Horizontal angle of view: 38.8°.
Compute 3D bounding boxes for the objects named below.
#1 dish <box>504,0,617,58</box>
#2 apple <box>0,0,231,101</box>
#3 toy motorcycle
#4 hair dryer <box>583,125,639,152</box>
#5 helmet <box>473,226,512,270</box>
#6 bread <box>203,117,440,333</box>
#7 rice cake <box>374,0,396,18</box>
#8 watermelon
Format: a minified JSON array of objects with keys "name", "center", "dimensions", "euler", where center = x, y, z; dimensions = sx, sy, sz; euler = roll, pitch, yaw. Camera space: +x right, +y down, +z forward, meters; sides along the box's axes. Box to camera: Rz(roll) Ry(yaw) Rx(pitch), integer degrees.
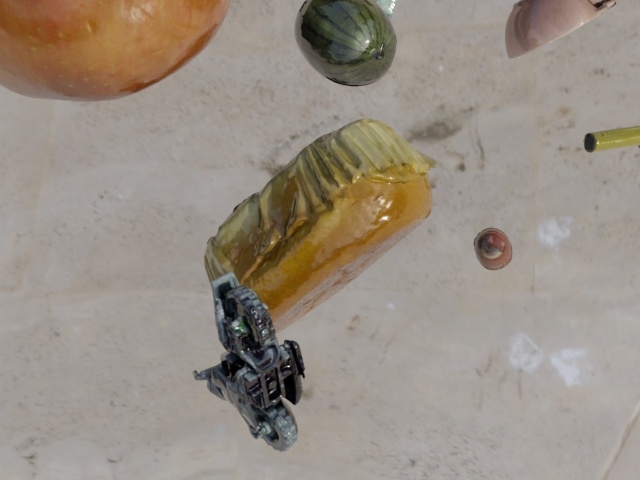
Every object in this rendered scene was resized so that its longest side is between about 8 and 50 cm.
[{"name":"dish","center":[0.415,-0.413,1.611],"dimensions":[0.213,0.213,0.090],"euler":[-28,98,7]},{"name":"apple","center":[-0.196,-0.225,0.741],"dimensions":[0.271,0.251,0.206],"euler":[9,117,34]},{"name":"toy motorcycle","center":[-0.096,0.153,1.174],"dimensions":[0.106,0.270,0.159],"euler":[-29,41,-26]},{"name":"hair dryer","center":[0.657,-0.223,1.866],"dimensions":[0.278,0.135,0.090],"euler":[-11,58,-28]},{"name":"helmet","center":[0.297,0.006,1.586],"dimensions":[0.065,0.049,0.084],"euler":[-24,62,10]},{"name":"bread","center":[-0.010,0.001,1.301],"dimensions":[0.388,0.236,0.183],"euler":[-48,60,34]},{"name":"rice cake","center":[0.100,-0.391,1.242],"dimensions":[0.033,0.029,0.171],"euler":[10,102,-5]},{"name":"watermelon","center":[0.022,-0.169,0.754],"dimensions":[0.078,0.078,0.111],"euler":[-36,42,4]}]
